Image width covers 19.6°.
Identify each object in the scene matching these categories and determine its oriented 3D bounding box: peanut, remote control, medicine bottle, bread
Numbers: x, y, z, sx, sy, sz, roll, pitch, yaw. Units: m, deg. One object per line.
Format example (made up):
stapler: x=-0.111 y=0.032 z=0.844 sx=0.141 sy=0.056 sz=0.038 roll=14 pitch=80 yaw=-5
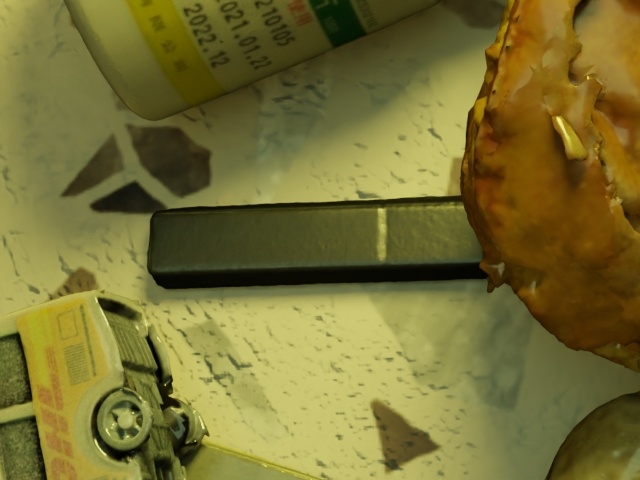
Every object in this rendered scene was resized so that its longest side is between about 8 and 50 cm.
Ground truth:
peanut: x=0.174 y=0.202 z=1.170 sx=0.110 sy=0.120 sz=0.236 roll=26 pitch=88 yaw=23
remote control: x=0.000 y=0.000 z=1.297 sx=0.245 sy=0.025 sz=0.063 roll=-3 pitch=74 yaw=11
medicine bottle: x=-0.006 y=-0.236 z=1.249 sx=0.340 sy=0.208 sz=0.208 roll=-22 pitch=75 yaw=7
bread: x=0.244 y=-0.090 z=1.138 sx=0.337 sy=0.204 sz=0.358 roll=21 pitch=90 yaw=-19

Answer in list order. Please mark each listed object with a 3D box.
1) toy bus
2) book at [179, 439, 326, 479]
toy bus: x=-0.140 y=0.205 z=1.218 sx=0.138 sy=0.097 sz=0.342 roll=-14 pitch=76 yaw=14
book: x=-0.083 y=0.282 z=1.255 sx=0.215 sy=0.025 sz=0.282 roll=17 pitch=83 yaw=15
